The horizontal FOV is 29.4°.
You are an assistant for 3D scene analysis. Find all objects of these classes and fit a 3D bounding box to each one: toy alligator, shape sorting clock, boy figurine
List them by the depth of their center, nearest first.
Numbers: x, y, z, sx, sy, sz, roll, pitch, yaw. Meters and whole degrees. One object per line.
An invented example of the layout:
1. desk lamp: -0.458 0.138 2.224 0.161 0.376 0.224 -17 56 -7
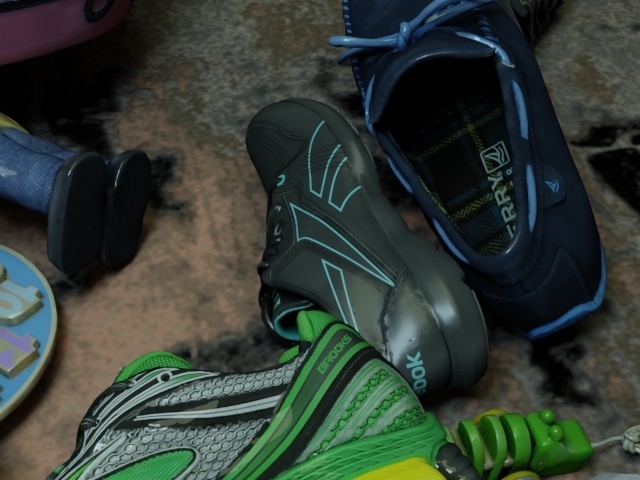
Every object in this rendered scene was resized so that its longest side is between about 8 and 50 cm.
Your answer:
1. toy alligator: 0.112 0.116 0.685 0.190 0.051 0.056 -11 45 -10
2. shape sorting clock: -0.267 0.064 0.758 0.206 0.040 0.206 -1 43 0
3. boy figurine: -0.265 -0.058 0.835 0.285 0.092 0.177 15 11 19

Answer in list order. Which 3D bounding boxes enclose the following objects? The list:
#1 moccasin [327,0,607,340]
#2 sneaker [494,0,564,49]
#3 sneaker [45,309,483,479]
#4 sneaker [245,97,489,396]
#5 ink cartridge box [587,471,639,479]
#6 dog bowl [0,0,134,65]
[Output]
1. moccasin: 0.094 -0.099 0.814 0.138 0.117 0.342 -37 52 13
2. sneaker: 0.161 -0.185 0.981 0.118 0.083 0.222 -9 43 -8
3. sneaker: -0.096 0.145 0.582 0.344 0.134 0.146 -21 62 -29
4. sneaker: 0.000 0.000 0.778 0.106 0.101 0.267 -22 46 -15
5. ink cartridge box: 0.080 0.190 0.514 0.296 0.261 0.066 -24 87 -18
6. dog bowl: -0.318 -0.231 0.920 0.408 0.150 0.408 -3 24 1
